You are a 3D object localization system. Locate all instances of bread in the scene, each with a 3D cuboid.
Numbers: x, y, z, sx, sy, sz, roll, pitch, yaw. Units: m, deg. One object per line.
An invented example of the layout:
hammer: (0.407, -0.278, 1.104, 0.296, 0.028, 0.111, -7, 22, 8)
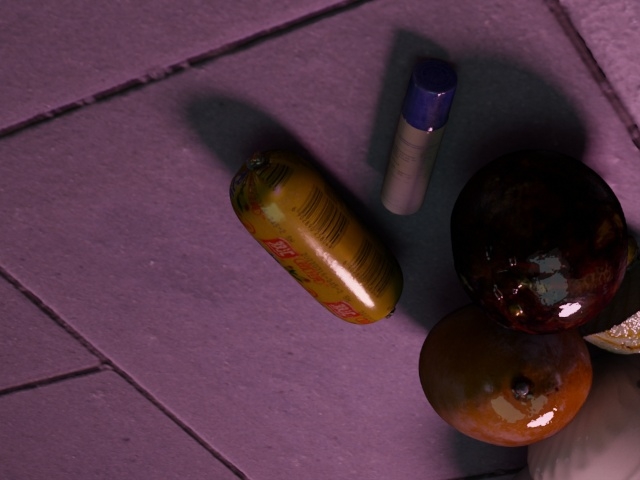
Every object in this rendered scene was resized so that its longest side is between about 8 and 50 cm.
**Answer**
bread: (0.438, 0.098, 1.892, 0.110, 0.103, 0.156, 31, 145, -15)

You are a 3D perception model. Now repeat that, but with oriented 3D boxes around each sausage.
sausage: (0.000, 0.000, 1.868, 0.123, 0.123, 0.347, -17, 133, 32)

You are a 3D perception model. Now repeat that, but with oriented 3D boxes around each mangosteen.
mangosteen: (0.295, -0.002, 1.756, 0.289, 0.231, 0.231, -10, 164, -46)

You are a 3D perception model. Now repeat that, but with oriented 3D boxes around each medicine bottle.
medicine bottle: (0.120, -0.124, 1.734, 0.059, 0.059, 0.231, 12, 142, 0)

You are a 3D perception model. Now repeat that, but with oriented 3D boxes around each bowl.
bowl: (0.393, 0.261, 2.002, 0.145, 0.277, 0.277, 39, 139, 0)

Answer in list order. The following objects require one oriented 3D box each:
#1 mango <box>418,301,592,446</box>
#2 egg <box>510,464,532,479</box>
mango: (0.248, 0.176, 1.921, 0.221, 0.199, 0.384, -19, 178, -2)
egg: (0.418, 0.495, 2.254, 0.276, 0.276, 0.389, -6, 140, 22)
